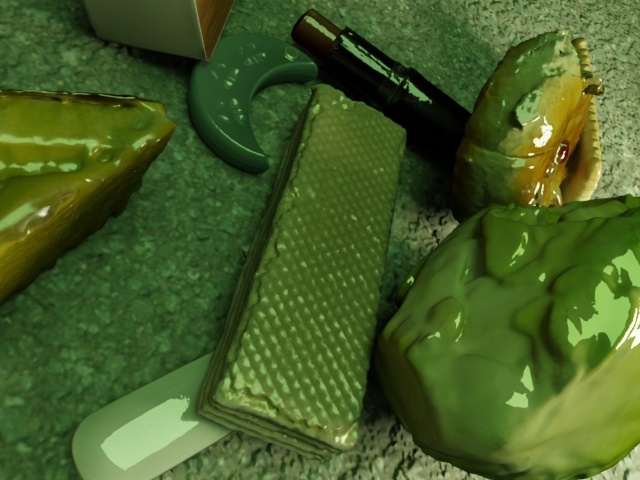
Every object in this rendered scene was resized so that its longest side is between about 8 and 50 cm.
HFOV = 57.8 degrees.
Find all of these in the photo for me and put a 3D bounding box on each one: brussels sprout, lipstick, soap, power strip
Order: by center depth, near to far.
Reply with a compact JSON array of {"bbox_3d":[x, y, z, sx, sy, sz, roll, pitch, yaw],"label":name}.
[{"bbox_3d":[-0.273,0.036,0.444,0.338,0.169,0.305,-3,69,-25],"label":"soap"},{"bbox_3d":[0.207,0.083,0.578,0.344,0.344,0.268,-12,40,-30],"label":"brussels sprout"},{"bbox_3d":[-0.086,-0.191,0.712,0.137,0.044,0.216,27,59,-11],"label":"power strip"},{"bbox_3d":[0.093,-0.206,0.783,0.299,0.081,0.081,35,57,-9],"label":"lipstick"}]

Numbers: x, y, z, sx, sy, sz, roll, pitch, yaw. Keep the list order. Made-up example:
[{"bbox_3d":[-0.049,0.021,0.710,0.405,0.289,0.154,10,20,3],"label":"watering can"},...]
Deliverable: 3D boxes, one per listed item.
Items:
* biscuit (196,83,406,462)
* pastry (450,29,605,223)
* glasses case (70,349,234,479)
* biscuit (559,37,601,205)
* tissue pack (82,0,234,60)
[{"bbox_3d":[0.000,0.000,0.615,0.144,0.078,0.426,27,50,-14],"label":"biscuit"},{"bbox_3d":[0.254,-0.113,0.718,0.120,0.257,0.236,25,91,26],"label":"pastry"},{"bbox_3d":[-0.123,0.156,0.528,0.197,0.049,0.076,-24,77,-34],"label":"glasses case"},{"bbox_3d":[0.372,-0.159,0.861,0.030,0.160,0.250,3,63,9],"label":"biscuit"},{"bbox_3d":[-0.168,-0.355,0.661,0.135,0.159,0.246,11,61,5],"label":"tissue pack"}]
